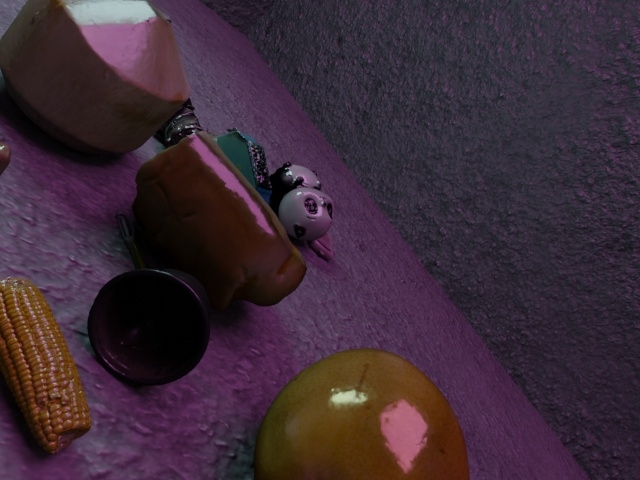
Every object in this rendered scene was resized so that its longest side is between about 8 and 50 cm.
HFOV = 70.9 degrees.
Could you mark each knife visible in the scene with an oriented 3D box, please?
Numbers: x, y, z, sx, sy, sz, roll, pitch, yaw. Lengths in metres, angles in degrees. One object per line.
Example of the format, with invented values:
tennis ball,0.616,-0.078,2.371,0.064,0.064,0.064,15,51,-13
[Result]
knife,-0.319,0.014,0.776,0.026,0.022,0.184,-8,54,-37

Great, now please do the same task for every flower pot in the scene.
flower pot,-0.222,0.108,0.628,0.157,0.157,0.107,47,4,-5

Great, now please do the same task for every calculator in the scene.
calculator,0.000,0.000,1.507,0.100,0.032,0.175,40,20,-24

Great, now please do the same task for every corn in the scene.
corn,-0.312,0.128,0.491,0.206,0.067,0.067,55,19,17

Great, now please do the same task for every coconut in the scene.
coconut,-0.404,-0.327,0.837,0.323,0.323,0.323,42,19,-19

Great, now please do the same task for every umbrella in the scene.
umbrella,-0.392,-0.343,1.205,0.106,0.113,0.357,51,6,-44

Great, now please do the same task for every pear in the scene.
pear,0.058,0.308,0.635,0.314,0.314,0.314,42,19,-19

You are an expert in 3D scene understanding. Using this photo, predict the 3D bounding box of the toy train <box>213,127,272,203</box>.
toy train,-0.210,-0.162,1.100,0.112,0.163,0.203,-6,82,-71

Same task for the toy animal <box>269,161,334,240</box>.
toy animal,-0.056,-0.109,1.385,0.187,0.165,0.235,9,42,-44

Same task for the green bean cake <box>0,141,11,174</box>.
green bean cake,-0.472,-0.094,0.509,0.085,0.109,0.179,51,19,7

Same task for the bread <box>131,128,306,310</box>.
bread,-0.186,-0.008,0.836,0.341,0.210,0.300,51,-5,-13

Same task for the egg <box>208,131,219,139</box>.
egg,-0.303,-0.249,1.239,0.110,0.085,0.085,34,23,-46
